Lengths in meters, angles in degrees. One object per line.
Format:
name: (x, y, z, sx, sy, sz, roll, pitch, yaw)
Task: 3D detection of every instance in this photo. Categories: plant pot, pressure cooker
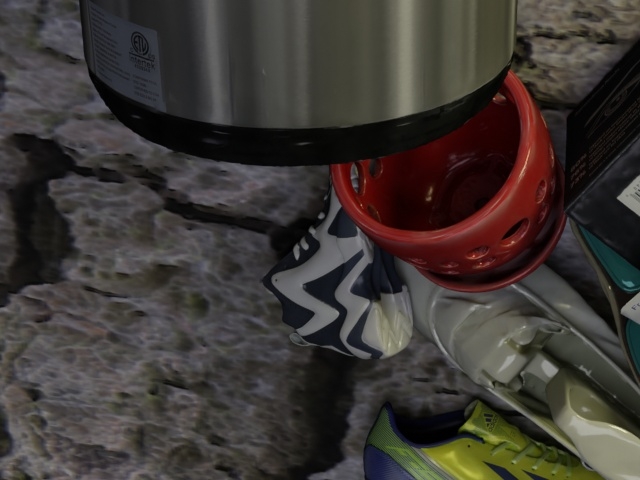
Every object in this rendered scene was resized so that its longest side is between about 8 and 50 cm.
plant pot: (0.126, -0.057, 1.512, 0.191, 0.191, 0.174, -19, 154, 18)
pressure cooker: (-0.018, -0.308, 1.303, 0.370, 0.375, 0.420, 3, 120, 10)

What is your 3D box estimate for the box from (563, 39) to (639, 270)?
box: (0.302, -0.089, 1.471, 0.108, 0.207, 0.153, 36, 119, -10)

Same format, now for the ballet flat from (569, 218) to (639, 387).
ballet flat: (0.308, 0.056, 1.571, 0.086, 0.086, 0.248, -24, 79, 20)

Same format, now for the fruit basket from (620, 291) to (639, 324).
fruit basket: (0.470, 0.018, 1.448, 0.327, 0.165, 0.353, -44, 143, 17)

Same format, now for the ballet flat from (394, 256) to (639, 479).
ballet flat: (0.222, 0.125, 1.591, 0.400, 0.139, 0.139, 38, 118, 6)

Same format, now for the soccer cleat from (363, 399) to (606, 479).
soccer cleat: (0.189, 0.230, 1.733, 0.289, 0.093, 0.121, 7, 97, -2)

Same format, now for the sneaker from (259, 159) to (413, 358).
sneaker: (0.000, 0.000, 1.628, 0.153, 0.094, 0.235, -4, 102, 32)

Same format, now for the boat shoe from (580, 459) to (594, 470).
boat shoe: (0.335, 0.146, 1.671, 0.083, 0.076, 0.226, 27, 119, -7)
